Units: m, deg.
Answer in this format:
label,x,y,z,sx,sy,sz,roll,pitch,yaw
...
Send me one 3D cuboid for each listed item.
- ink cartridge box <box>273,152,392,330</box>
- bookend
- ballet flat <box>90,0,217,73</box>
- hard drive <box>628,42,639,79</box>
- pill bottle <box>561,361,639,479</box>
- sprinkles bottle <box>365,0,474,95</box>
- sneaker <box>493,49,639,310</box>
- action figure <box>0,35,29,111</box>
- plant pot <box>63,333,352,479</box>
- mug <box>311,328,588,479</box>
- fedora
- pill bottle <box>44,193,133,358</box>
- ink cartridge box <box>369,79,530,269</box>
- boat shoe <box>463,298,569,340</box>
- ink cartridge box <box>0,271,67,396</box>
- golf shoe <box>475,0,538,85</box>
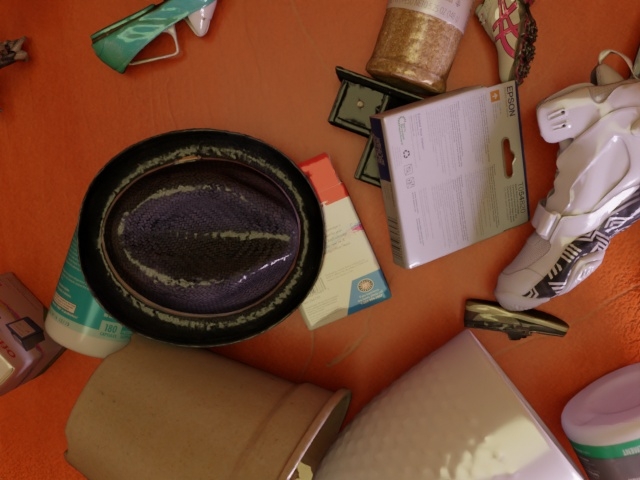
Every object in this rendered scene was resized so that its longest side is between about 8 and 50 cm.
label,x,y,z,sx,sy,sz,roll,pitch,yaw
ink cartridge box,0.000,0.000,1.064,0.134,0.078,0.230,-23,92,5
bookend,0.071,-0.152,1.050,0.157,0.072,0.156,22,96,3
ballet flat,-0.219,-0.327,1.066,0.247,0.083,0.087,-30,116,6
hard drive,0.524,-0.230,1.018,0.172,0.054,0.254,15,96,3
pill bottle,0.505,0.364,0.989,0.204,0.204,0.360,-29,92,6
sprinkles bottle,0.173,-0.387,1.001,0.121,0.121,0.355,18,96,3
sneaker,0.338,-0.079,0.988,0.210,0.137,0.366,46,111,3
action figure,-0.519,-0.297,1.057,0.164,0.141,0.275,26,122,-6
plant pot,-0.167,0.285,1.002,0.306,0.334,0.333,27,96,14
mug,0.182,0.356,1.001,0.328,0.276,0.374,-38,123,6
fedora,-0.147,-0.003,0.923,0.334,0.152,0.333,0,91,-11
pill bottle,-0.296,0.030,1.054,0.146,0.146,0.263,20,96,3
ink cartridge box,0.188,-0.097,1.013,0.224,0.045,0.223,-19,111,-21
boat shoe,0.288,0.124,1.066,0.152,0.056,0.049,13,100,13
ink cartridge box,-0.476,0.138,1.043,0.093,0.212,0.154,-44,90,6
golf shoe,0.267,-0.314,1.034,0.086,0.067,0.185,5,96,31
